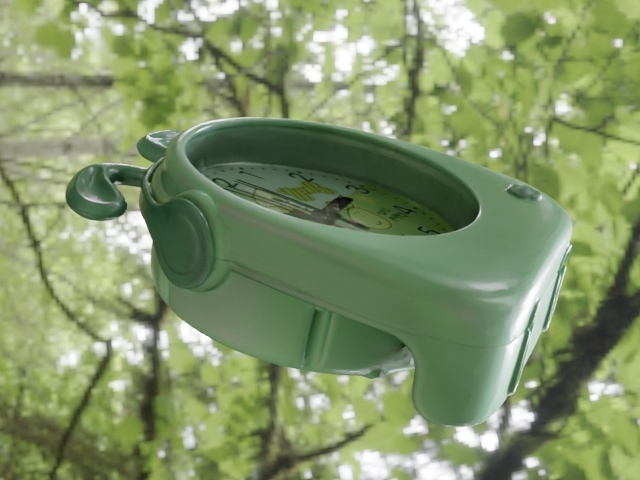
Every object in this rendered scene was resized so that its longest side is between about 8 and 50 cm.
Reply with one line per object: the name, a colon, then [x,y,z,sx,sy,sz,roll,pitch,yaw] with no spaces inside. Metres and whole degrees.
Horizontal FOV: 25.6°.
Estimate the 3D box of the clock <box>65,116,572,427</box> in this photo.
clock: [0.000,-0.001,0.556,0.188,0.148,0.060,19,-67,15]
